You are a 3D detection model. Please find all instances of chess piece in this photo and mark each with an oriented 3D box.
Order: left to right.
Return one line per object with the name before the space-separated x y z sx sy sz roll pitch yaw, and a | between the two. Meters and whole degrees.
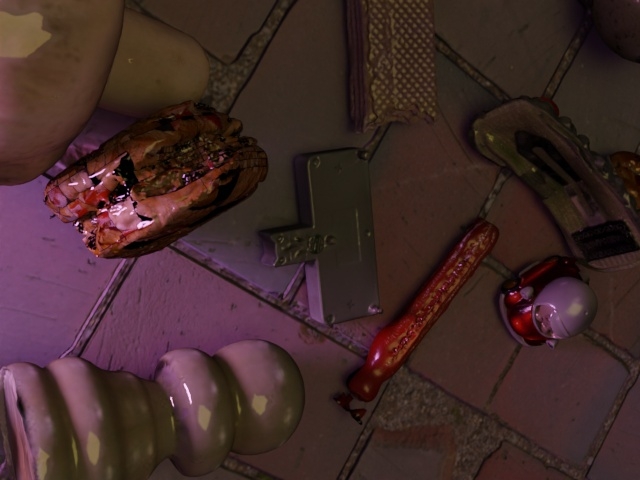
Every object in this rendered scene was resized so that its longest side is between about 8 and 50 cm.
chess piece | -0.169 0.196 0.940 0.331 0.182 0.182 -8 100 -30

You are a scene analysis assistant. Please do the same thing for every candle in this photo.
candle | 0.132 0.097 1.134 0.329 0.048 0.051 -50 128 -13

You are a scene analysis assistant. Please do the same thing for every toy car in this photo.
toy car | 0.336 0.087 1.196 0.139 0.112 0.112 -39 111 -16

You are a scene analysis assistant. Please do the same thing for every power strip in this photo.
power strip | 0.000 0.000 1.047 0.145 0.061 0.215 -11 101 -26

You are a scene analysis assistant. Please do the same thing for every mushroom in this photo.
mushroom | -0.262 -0.198 0.801 0.336 0.315 0.314 4 96 -53

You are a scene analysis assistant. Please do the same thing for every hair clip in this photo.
hair clip | 0.344 -0.090 1.180 0.321 0.138 0.091 44 47 -23

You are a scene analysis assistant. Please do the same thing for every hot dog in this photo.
hot dog | 0.494 -0.076 1.268 0.191 0.059 0.108 14 52 -31

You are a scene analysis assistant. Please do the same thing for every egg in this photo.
egg | 0.464 -0.353 1.165 0.177 0.177 0.228 13 82 -27

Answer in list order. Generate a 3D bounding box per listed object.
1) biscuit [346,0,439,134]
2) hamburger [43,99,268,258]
biscuit | 0.086 -0.253 1.057 0.108 0.062 0.238 -7 99 -23
hamburger | -0.163 -0.052 0.874 0.231 0.231 0.106 -31 86 -19
